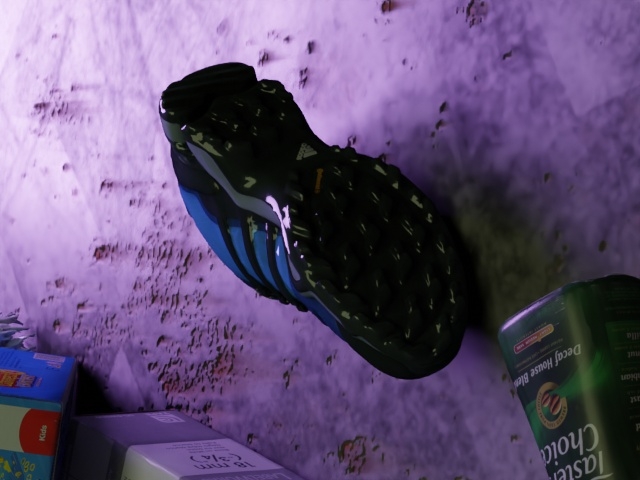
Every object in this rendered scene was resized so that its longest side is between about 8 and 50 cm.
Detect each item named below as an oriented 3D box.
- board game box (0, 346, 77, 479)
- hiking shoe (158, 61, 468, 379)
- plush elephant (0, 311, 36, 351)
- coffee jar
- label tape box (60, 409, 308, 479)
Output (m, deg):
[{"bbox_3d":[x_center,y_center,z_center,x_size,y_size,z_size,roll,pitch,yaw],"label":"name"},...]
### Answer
[{"bbox_3d":[-0.258,0.249,1.532,0.308,0.086,0.302,-158,77,-84],"label":"board game box"},{"bbox_3d":[0.000,0.000,1.374,0.304,0.113,0.132,48,154,34],"label":"hiking shoe"},{"bbox_3d":[-0.424,0.184,1.739,0.272,0.330,0.255,-118,31,-66],"label":"plush elephant"},{"bbox_3d":[0.172,0.120,1.147,0.096,0.079,0.184,-36,61,44],"label":"coffee jar"},{"bbox_3d":[-0.074,0.283,1.420,0.333,0.106,0.241,19,103,50],"label":"label tape box"}]
